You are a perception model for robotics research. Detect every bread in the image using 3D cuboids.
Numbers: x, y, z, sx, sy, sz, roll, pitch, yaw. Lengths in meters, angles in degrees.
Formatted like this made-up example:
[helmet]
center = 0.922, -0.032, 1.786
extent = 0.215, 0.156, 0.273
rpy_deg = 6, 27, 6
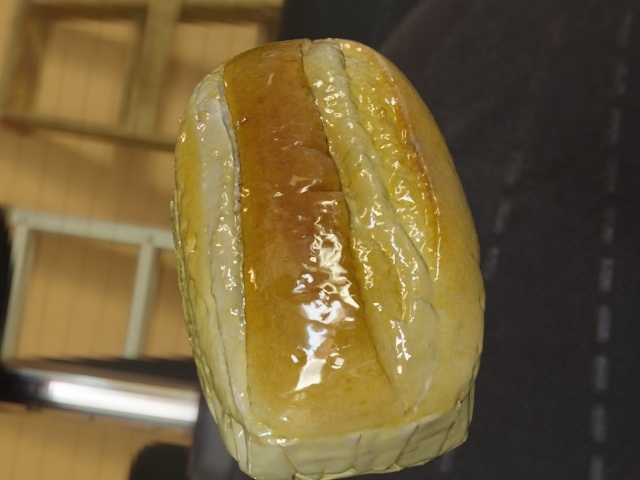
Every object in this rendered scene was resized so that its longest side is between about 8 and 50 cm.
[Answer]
[bread]
center = 0.000, 0.000, 0.808
extent = 0.106, 0.140, 0.236
rpy_deg = 95, 165, -49
